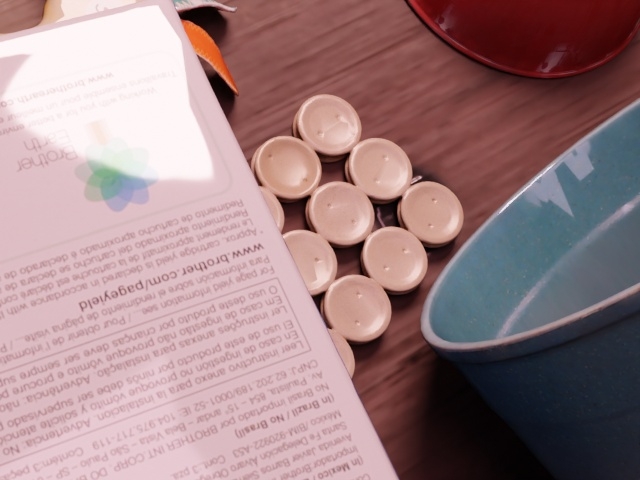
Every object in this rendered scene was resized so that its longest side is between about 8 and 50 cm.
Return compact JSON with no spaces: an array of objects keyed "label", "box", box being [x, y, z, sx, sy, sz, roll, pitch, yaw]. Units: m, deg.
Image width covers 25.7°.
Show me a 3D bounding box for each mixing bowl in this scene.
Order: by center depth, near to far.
[{"label":"mixing bowl","box":[0.135,-0.196,0.813,0.181,0.098,0.181,7,67,-17]}]

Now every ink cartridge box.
[{"label":"ink cartridge box","box":[-0.116,0.128,0.552,0.270,0.151,0.395,-18,70,-24]}]

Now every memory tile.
[{"label":"memory tile","box":[0.000,0.000,0.735,0.113,0.012,0.148,39,63,0]}]

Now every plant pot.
[{"label":"plant pot","box":[0.231,0.062,0.661,0.271,0.271,0.255,-42,101,-28]}]

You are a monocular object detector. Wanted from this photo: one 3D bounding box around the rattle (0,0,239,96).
[{"label":"rattle","box":[-0.121,-0.144,0.684,0.199,0.143,0.130,18,46,-5]}]
